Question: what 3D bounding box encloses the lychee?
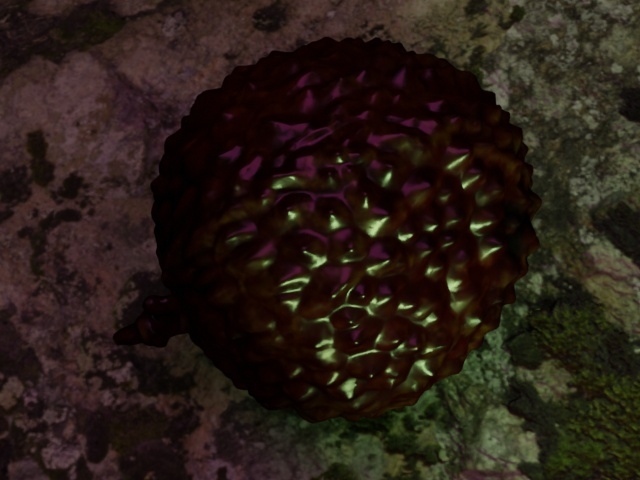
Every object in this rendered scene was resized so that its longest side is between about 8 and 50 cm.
[{"bbox_3d":[0.000,0.000,1.868,0.500,0.424,0.425,-34,66,3],"label":"lychee"}]
